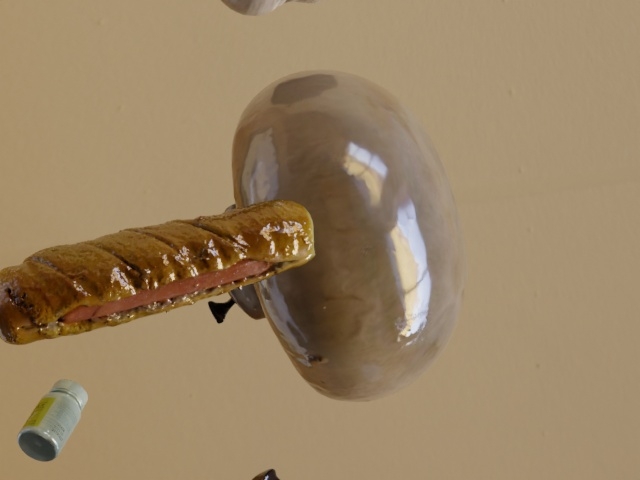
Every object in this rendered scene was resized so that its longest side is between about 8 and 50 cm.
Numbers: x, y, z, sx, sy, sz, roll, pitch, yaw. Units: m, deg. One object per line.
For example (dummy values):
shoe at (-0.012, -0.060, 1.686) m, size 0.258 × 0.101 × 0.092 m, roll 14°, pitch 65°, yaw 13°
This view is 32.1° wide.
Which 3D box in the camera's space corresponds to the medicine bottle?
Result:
medicine bottle at (-0.279, 0.187, 1.165) m, size 0.047 × 0.083 × 0.047 m, roll 8°, pitch -52°, yaw 11°

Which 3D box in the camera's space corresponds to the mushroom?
mushroom at (0.000, 0.000, 1.208) m, size 0.295 × 0.362 × 0.362 m, roll -14°, pitch -68°, yaw 17°

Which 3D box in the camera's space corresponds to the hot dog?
hot dog at (-0.137, 0.019, 0.939) m, size 0.286 × 0.088 × 0.061 m, roll -18°, pitch -45°, yaw -22°

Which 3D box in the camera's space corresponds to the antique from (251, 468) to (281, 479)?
antique at (-0.092, 0.396, 1.052) m, size 0.185 × 0.322 × 0.255 m, roll -21°, pitch -78°, yaw 32°

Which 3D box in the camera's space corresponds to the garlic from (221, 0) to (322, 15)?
garlic at (-0.076, -0.328, 1.235) m, size 0.229 × 0.178 × 0.143 m, roll 31°, pitch -86°, yaw -11°
